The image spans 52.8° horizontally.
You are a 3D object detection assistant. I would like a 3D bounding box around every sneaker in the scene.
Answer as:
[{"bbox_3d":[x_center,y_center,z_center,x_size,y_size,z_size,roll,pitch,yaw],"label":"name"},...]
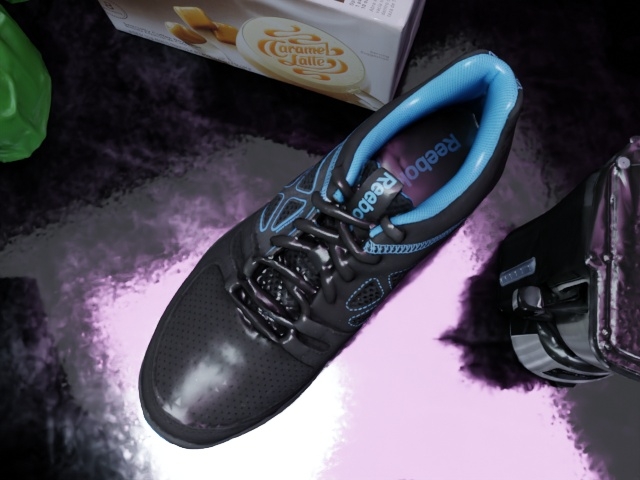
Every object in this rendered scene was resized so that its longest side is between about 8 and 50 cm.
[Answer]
[{"bbox_3d":[0.000,0.000,0.438,0.125,0.139,0.341,43,82,8],"label":"sneaker"}]

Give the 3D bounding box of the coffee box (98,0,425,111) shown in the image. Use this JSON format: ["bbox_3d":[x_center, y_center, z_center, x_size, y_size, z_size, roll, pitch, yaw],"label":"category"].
[{"bbox_3d":[-0.047,-0.198,0.484,0.246,0.141,0.098,19,78,5],"label":"coffee box"}]

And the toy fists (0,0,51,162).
[{"bbox_3d":[-0.276,-0.201,0.487,0.096,0.142,0.279,-2,77,0],"label":"toy fists"}]

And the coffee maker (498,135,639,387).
[{"bbox_3d":[0.194,0.009,0.412,0.120,0.178,0.171,28,81,5],"label":"coffee maker"}]
